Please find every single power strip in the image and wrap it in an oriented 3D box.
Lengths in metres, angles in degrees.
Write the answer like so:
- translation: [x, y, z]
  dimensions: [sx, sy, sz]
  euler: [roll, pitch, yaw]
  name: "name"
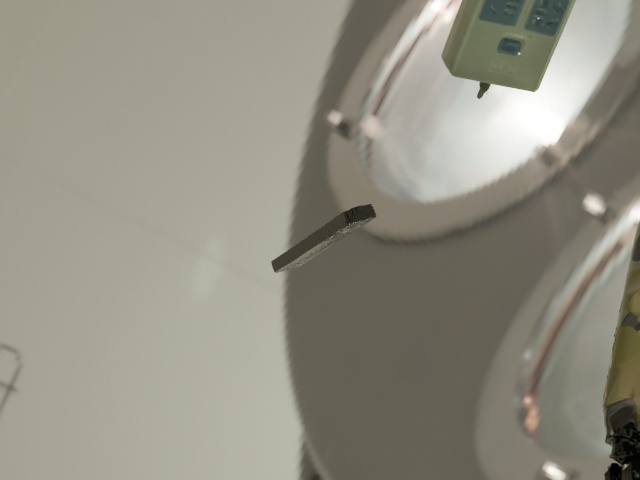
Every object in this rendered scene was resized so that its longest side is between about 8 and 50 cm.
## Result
- translation: [0.220, -0.299, 1.611]
  dimensions: [0.043, 0.106, 0.367]
  euler: [-109, -147, -54]
  name: "power strip"

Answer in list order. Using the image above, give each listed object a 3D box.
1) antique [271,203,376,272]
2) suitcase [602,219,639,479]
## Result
- translation: [0.000, 0.000, 1.480]
  dimensions: [0.015, 0.031, 0.192]
  euler: [69, -24, 6]
  name: "antique"
- translation: [0.288, 0.060, 0.998]
  dimensions: [0.194, 0.143, 0.235]
  euler: [-27, -144, 46]
  name: "suitcase"
